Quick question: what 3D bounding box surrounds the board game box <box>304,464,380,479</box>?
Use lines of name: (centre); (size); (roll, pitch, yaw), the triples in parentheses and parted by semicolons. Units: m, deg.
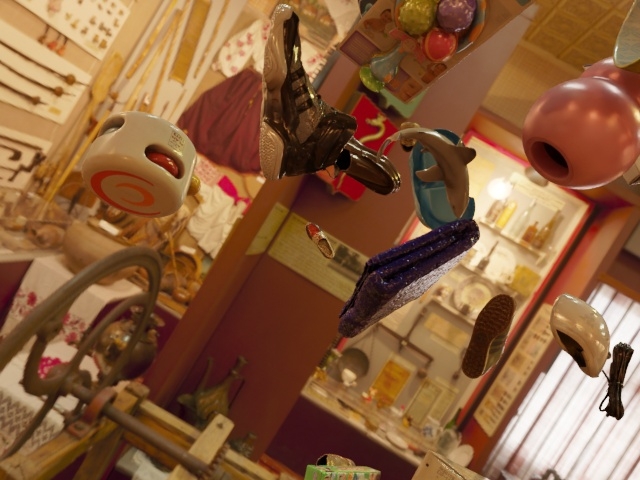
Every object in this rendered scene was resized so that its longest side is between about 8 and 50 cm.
board game box: (0.021, 0.647, 1.025); (0.046, 0.317, 0.214); (0, -20, 44)

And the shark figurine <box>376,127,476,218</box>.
shark figurine: (0.250, -0.180, 0.992); (0.278, 0.166, 0.116); (31, -13, -30)

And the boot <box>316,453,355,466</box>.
boot: (0.019, 0.719, 1.270); (0.115, 0.112, 0.305); (39, 41, -34)

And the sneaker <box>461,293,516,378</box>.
sneaker: (0.365, 0.203, 1.039); (0.064, 0.192, 0.086); (27, 7, 35)

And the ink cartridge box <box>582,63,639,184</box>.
ink cartridge box: (0.849, -0.328, 1.315); (0.176, 0.370, 0.069); (-8, -23, -5)

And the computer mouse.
computer mouse: (0.358, 0.142, 0.628); (0.193, 0.106, 0.042); (44, -25, -26)

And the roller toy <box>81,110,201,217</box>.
roller toy: (-0.345, -0.149, 0.953); (0.210, 0.146, 0.191); (12, -30, -5)

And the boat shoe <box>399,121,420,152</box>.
boat shoe: (0.226, -0.260, 1.234); (0.050, 0.045, 0.135); (5, -7, 13)

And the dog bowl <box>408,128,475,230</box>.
dog bowl: (0.336, -0.161, 1.380); (0.166, 0.296, 0.074); (-8, -3, -11)

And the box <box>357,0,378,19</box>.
box: (0.207, -0.586, 0.867); (0.212, 0.395, 0.294); (-19, 7, -35)

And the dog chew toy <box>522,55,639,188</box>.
dog chew toy: (0.547, -0.247, 0.914); (0.206, 0.332, 0.206); (50, -7, 9)

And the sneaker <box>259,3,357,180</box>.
sneaker: (-0.018, -0.228, 0.782); (0.153, 0.268, 0.101); (2, 13, -9)

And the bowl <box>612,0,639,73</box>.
bowl: (0.589, -0.356, 0.696); (0.156, 0.289, 0.289); (26, 1, 3)

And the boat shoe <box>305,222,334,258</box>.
boat shoe: (0.000, 0.000, 1.556); (0.137, 0.049, 0.043); (57, -8, -3)

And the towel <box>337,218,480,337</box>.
towel: (0.146, 0.072, 0.908); (0.076, 0.228, 0.308); (56, -21, 16)

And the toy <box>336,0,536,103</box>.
toy: (0.133, -0.263, 0.615); (0.137, 0.056, 0.237); (32, -31, -20)

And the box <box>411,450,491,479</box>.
box: (0.302, 0.540, 0.940); (0.311, 0.147, 0.121); (35, -8, -32)

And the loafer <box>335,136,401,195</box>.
loafer: (0.118, -0.265, 1.713); (0.366, 0.130, 0.134); (34, -42, -7)
